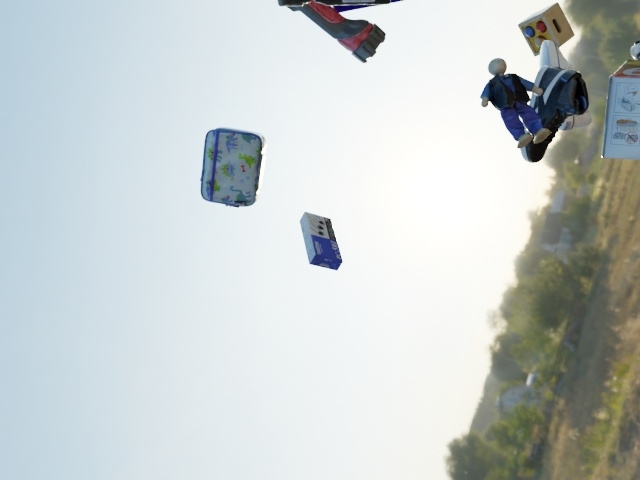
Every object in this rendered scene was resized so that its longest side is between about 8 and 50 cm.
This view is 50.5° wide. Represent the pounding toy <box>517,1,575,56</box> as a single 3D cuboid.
[{"bbox_3d":[0.658,-0.593,1.966,0.100,0.130,0.141,-37,-77,-18],"label":"pounding toy"}]

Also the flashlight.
[{"bbox_3d":[0.029,-0.593,1.765,0.103,0.304,0.103,-22,35,61],"label":"flashlight"}]

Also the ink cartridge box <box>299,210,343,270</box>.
[{"bbox_3d":[0.000,0.000,2.093,0.046,0.097,0.207,-59,28,33],"label":"ink cartridge box"}]

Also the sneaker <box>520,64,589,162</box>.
[{"bbox_3d":[0.507,-0.260,1.463,0.079,0.121,0.217,-11,-63,-32],"label":"sneaker"}]

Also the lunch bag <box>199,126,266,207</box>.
[{"bbox_3d":[-0.252,-0.208,1.925,0.090,0.176,0.219,-68,-12,-76],"label":"lunch bag"}]

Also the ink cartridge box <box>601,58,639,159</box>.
[{"bbox_3d":[0.617,-0.206,1.034,0.272,0.309,0.130,-35,-53,-54],"label":"ink cartridge box"}]

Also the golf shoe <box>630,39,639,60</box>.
[{"bbox_3d":[0.797,-0.463,1.619,0.198,0.093,0.077,78,-163,-59],"label":"golf shoe"}]

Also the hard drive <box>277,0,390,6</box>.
[{"bbox_3d":[0.028,-0.648,1.408,0.064,0.236,0.339,84,-173,-72],"label":"hard drive"}]

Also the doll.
[{"bbox_3d":[0.374,-0.272,1.310,0.046,0.129,0.189,96,154,-68],"label":"doll"}]

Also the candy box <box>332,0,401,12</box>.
[{"bbox_3d":[0.133,-0.783,1.822,0.122,0.268,0.317,80,-179,-64],"label":"candy box"}]

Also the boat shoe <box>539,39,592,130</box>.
[{"bbox_3d":[0.613,-0.391,1.701,0.095,0.084,0.258,86,178,-71],"label":"boat shoe"}]
